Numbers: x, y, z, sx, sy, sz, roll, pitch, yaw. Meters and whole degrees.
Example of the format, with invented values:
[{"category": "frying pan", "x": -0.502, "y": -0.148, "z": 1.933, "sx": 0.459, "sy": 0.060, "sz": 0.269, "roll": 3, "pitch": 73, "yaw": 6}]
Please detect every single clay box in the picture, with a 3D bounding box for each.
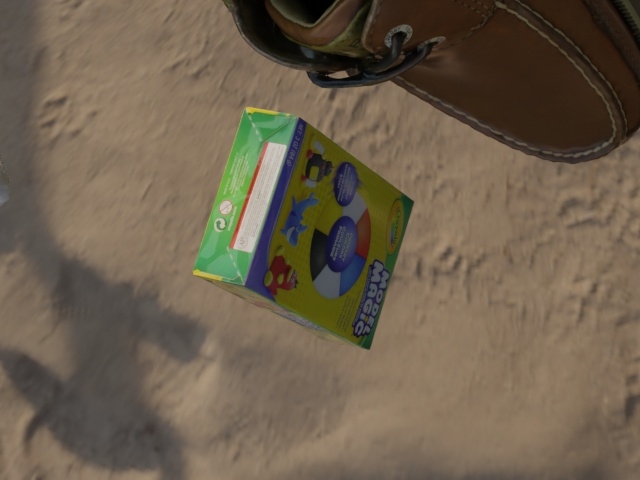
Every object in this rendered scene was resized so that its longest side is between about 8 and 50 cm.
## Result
[{"category": "clay box", "x": 0.000, "y": 0.000, "z": 1.173, "sx": 0.053, "sy": 0.222, "sz": 0.127, "roll": 11, "pitch": 80, "yaw": 33}]

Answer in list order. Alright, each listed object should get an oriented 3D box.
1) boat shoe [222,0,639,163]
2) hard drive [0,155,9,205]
[{"category": "boat shoe", "x": 0.010, "y": -0.105, "z": 0.599, "sx": 0.307, "sy": 0.104, "sz": 0.111, "roll": 34, "pitch": 142, "yaw": -25}, {"category": "hard drive", "x": -0.317, "y": -0.146, "z": 0.804, "sx": 0.047, "sy": 0.353, "sz": 0.233, "roll": -33, "pitch": 66, "yaw": 16}]
